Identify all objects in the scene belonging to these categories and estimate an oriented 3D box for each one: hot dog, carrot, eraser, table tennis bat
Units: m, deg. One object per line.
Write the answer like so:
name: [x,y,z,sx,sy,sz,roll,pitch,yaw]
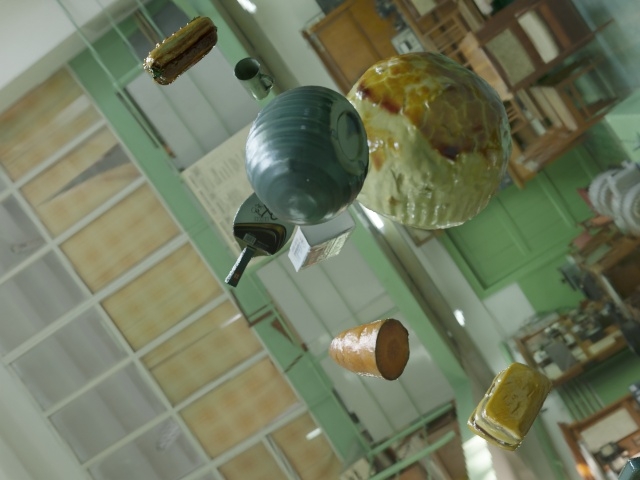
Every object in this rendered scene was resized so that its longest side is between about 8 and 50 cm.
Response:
hot dog: [-0.256,-0.348,1.349,0.055,0.188,0.072,24,143,26]
carrot: [0.112,0.281,1.948,0.159,0.225,0.159,3,-94,-44]
eraser: [0.000,0.000,1.711,0.067,0.125,0.210,61,162,12]
table tennis bat: [-0.179,-0.007,2.046,0.173,0.301,0.022,29,-177,-24]

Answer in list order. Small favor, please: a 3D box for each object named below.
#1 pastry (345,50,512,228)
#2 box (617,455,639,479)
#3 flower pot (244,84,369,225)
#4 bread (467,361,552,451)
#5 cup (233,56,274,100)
pastry: [0.211,-0.217,1.523,0.388,0.389,0.312,-112,23,-48]
box: [0.776,0.556,1.782,0.126,0.091,0.031,84,173,-49]
flower pot: [-0.016,-0.132,1.121,0.189,0.157,0.243,49,-144,-33]
bread: [0.407,0.350,1.576,0.116,0.200,0.077,31,140,19]
cup: [-0.126,-0.326,1.491,0.083,0.075,0.054,54,-151,-65]
